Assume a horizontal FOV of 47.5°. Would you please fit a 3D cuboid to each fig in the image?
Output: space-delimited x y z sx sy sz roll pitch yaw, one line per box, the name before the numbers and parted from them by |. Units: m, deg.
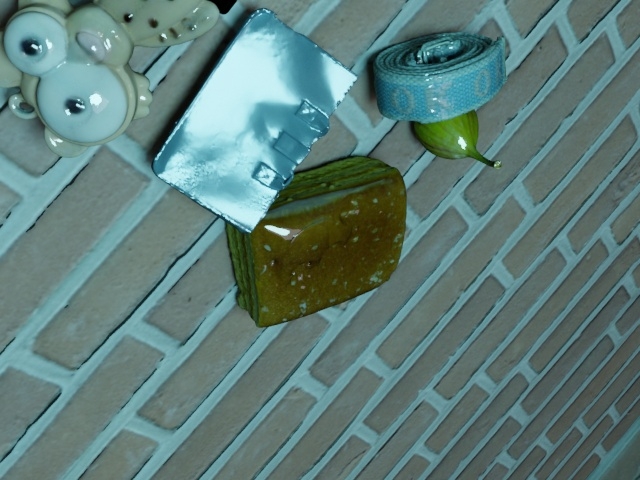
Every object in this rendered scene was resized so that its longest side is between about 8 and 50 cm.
fig | 0.177 -0.136 0.984 0.093 0.166 0.093 -3 135 -3

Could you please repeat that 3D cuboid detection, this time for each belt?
belt | 0.146 -0.213 0.923 0.163 0.147 0.082 -47 140 -46

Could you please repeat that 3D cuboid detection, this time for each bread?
bread | 0.000 0.000 0.962 0.234 0.110 0.184 -21 128 -27

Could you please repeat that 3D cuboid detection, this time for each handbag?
handbag | -0.074 -0.130 0.812 0.144 0.057 0.221 36 92 -8

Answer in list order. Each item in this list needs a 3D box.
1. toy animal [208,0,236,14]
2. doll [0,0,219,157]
toy animal | -0.091 -0.341 0.712 0.179 0.116 0.218 27 119 -14
doll | -0.186 -0.207 0.663 0.154 0.119 0.278 37 103 -21
